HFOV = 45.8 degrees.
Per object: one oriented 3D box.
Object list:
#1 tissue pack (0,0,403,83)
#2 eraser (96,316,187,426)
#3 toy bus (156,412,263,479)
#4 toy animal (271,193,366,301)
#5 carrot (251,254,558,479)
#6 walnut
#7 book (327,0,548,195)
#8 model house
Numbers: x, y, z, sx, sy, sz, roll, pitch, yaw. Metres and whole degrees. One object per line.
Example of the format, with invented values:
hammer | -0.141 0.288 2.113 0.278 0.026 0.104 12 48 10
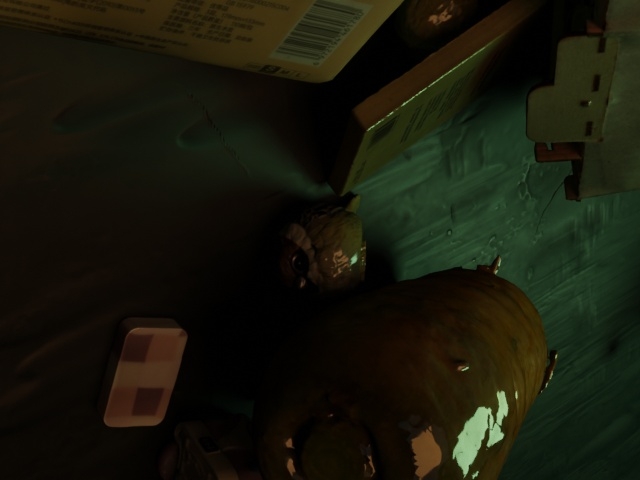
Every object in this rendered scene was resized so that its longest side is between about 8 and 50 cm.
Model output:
tissue pack | -0.089 -0.264 0.510 0.306 0.238 0.238 2 109 -35
eraser | -0.170 0.126 0.723 0.065 0.026 0.105 8 106 -35
toy bus | -0.091 0.288 0.782 0.142 0.142 0.202 3 109 -31
toy animal | 0.000 0.000 0.765 0.098 0.137 0.098 3 136 3
carrot | 0.088 0.146 0.741 0.341 0.224 0.224 -23 127 -60
walnut | 0.115 -0.216 0.741 0.092 0.092 0.092 -15 118 -30
book | 0.110 -0.141 0.742 0.231 0.026 0.161 -36 169 -17
model house | 0.297 -0.224 0.771 0.326 0.169 0.244 68 27 -57
